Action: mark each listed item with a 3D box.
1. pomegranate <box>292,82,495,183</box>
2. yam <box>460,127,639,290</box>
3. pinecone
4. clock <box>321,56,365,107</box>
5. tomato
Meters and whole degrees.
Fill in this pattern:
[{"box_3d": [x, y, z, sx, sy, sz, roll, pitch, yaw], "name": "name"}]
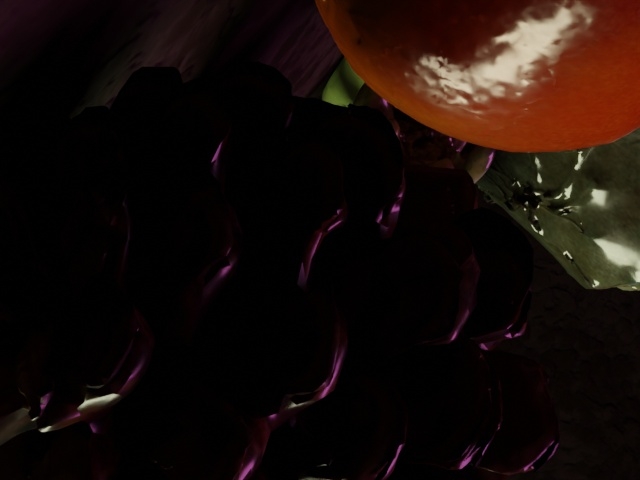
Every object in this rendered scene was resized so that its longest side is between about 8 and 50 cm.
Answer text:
[{"box_3d": [0.000, 0.002, 0.863, 0.187, 0.187, 0.225, -48, 178, -46], "name": "pomegranate"}, {"box_3d": [0.142, -0.101, 0.934, 0.201, 0.271, 0.202, -50, 172, 16], "name": "yam"}, {"box_3d": [-0.038, 0.041, 0.600, 0.221, 0.221, 0.221, -51, 177, -3], "name": "pinecone"}, {"box_3d": [0.063, -0.130, 1.322, 0.232, 0.069, 0.170, -49, 177, -21], "name": "clock"}, {"box_3d": [0.113, -0.150, 0.716, 0.260, 0.180, 0.260, -50, 180, 0], "name": "tomato"}]
